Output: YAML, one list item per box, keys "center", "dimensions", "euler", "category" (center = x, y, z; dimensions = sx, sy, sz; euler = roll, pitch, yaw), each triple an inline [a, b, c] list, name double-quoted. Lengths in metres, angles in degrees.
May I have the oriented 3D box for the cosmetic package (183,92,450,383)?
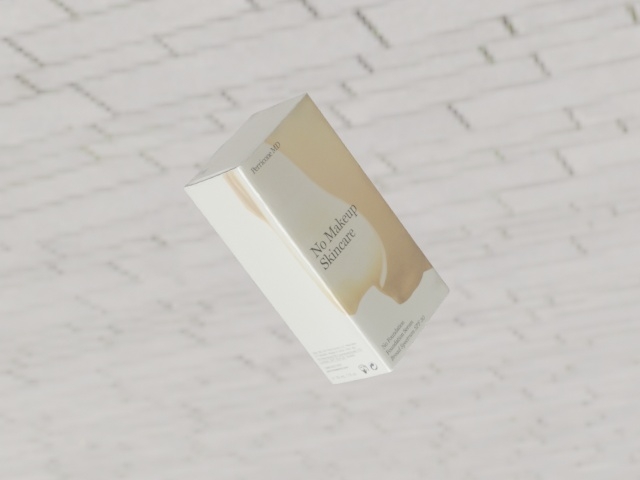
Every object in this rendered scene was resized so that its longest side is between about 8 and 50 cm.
- center: [0.000, 0.000, 0.748]
  dimensions: [0.041, 0.060, 0.115]
  euler: [-17, 117, 47]
  category: "cosmetic package"
